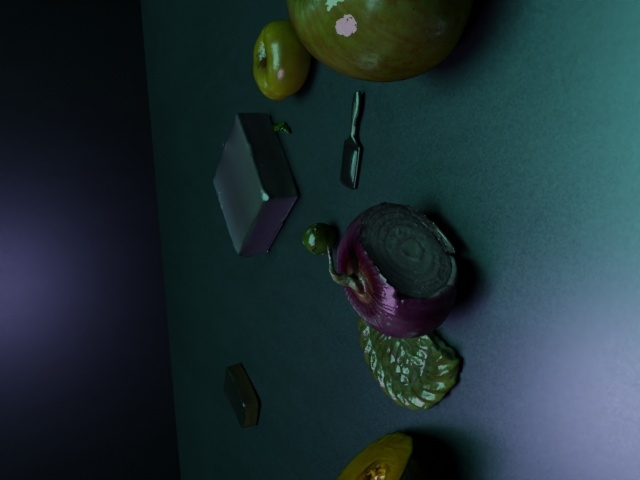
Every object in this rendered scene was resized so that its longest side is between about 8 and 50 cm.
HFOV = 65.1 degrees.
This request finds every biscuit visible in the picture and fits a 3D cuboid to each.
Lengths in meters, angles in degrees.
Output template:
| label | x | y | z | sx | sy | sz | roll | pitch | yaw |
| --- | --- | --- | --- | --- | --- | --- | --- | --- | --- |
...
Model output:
| label | x | y | z | sx | sy | sz | roll | pitch | yaw |
| --- | --- | --- | --- | --- | --- | --- | --- | --- | --- |
| biscuit | 0.138 | 0.206 | 0.916 | 0.273 | 0.036 | 0.187 | 38 | 128 | 52 |

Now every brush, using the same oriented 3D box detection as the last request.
| label | x | y | z | sx | sy | sz | roll | pitch | yaw |
| --- | --- | --- | --- | --- | --- | --- | --- | --- | --- |
| brush | -0.269 | 0.521 | 1.683 | 0.197 | 0.059 | 0.123 | 46 | 135 | 48 |
| brush | 0.062 | -0.198 | 0.993 | 0.063 | 0.016 | 0.193 | 38 | 128 | 51 |

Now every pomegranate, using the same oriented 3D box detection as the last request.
| label | x | y | z | sx | sy | sz | roll | pitch | yaw |
| --- | --- | --- | --- | --- | --- | --- | --- | --- | --- |
| pomegranate | 0.002 | -0.004 | 1.100 | 0.073 | 0.084 | 0.073 | -7 | 77 | 34 |

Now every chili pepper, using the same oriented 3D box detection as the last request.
| label | x | y | z | sx | sy | sz | roll | pitch | yaw |
| --- | --- | --- | --- | --- | --- | --- | --- | --- | --- |
| chili pepper | -0.097 | -0.285 | 1.263 | 0.027 | 0.022 | 0.083 | -57 | 35 | 1 |

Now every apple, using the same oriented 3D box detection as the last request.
| label | x | y | z | sx | sy | sz | roll | pitch | yaw |
| --- | --- | --- | --- | --- | --- | --- | --- | --- | --- |
| apple | 0.091 | -0.355 | 0.706 | 0.264 | 0.264 | 0.264 | 19 | 111 | 59 |

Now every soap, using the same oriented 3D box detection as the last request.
| label | x | y | z | sx | sy | sz | roll | pitch | yaw |
| --- | --- | --- | --- | --- | --- | --- | --- | --- | --- |
| soap | -0.188 | -0.145 | 1.363 | 0.296 | 0.107 | 0.285 | -53 | 50 | 52 |

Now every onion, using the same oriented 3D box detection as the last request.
| label | x | y | z | sx | sy | sz | roll | pitch | yaw |
| --- | --- | --- | --- | --- | --- | --- | --- | --- | --- |
| onion | 0.116 | 0.058 | 0.803 | 0.207 | 0.200 | 0.200 | 30 | 127 | 18 |

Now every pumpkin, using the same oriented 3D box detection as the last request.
| label | x | y | z | sx | sy | sz | roll | pitch | yaw |
| --- | --- | --- | --- | --- | --- | --- | --- | --- | --- |
| pumpkin | 0.153 | 0.444 | 0.874 | 0.169 | 0.148 | 0.312 | 44 | 160 | 5 |

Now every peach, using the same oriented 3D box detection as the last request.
| label | x | y | z | sx | sy | sz | roll | pitch | yaw |
| --- | --- | --- | --- | --- | --- | --- | --- | --- | --- |
| peach | -0.090 | -0.409 | 1.140 | 0.179 | 0.103 | 0.179 | 4 | 94 | 62 |
